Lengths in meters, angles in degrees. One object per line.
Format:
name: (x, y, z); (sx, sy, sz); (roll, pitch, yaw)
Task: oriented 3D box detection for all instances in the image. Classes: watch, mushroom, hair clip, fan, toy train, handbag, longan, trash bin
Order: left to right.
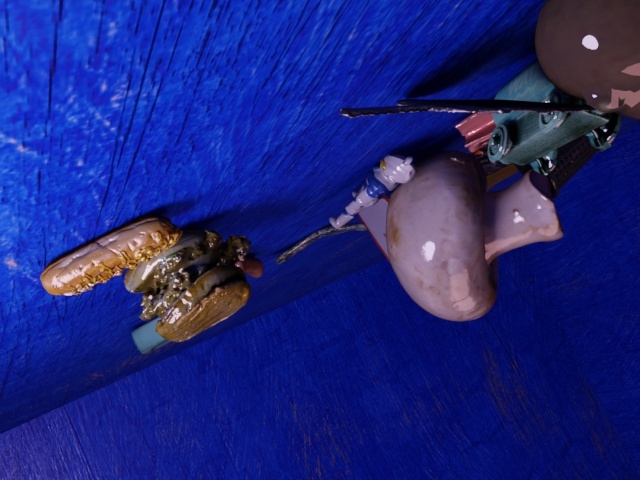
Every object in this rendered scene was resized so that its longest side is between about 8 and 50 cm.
watch: (-0.354, 0.207, 1.620); (0.195, 0.068, 0.237); (-26, 174, -13)
hair clip: (-0.001, -0.002, 1.501); (0.229, 0.036, 0.066); (-22, 169, 12)
mushroom: (0.262, -0.012, 1.159); (0.289, 0.298, 0.297); (-7, 180, 22)
fan: (0.177, -0.141, 0.719); (0.223, 0.012, 0.294); (7, -164, 23)
handbag: (0.319, -0.202, 1.130); (0.157, 0.059, 0.212); (-30, 172, 26)
toy train: (0.306, -0.184, 0.896); (0.101, 0.159, 0.248); (9, 170, -12)
trash bin: (0.496, -0.202, 1.414); (0.161, 0.175, 0.175); (-38, 172, 1)
longan: (0.305, -0.204, 0.652); (0.189, 0.189, 0.189); (-26, 173, -4)

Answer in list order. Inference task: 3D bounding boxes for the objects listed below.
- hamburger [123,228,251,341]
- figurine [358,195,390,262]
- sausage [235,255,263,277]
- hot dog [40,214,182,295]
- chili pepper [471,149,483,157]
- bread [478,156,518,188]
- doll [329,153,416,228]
hamburger: (-0.175, 0.046, 0.926); (0.184, 0.131, 0.159); (-32, 165, -11)
figurine: (0.229, -0.066, 1.415); (0.226, 0.184, 0.160); (-37, -174, -22)
sausage: (-0.146, 0.050, 1.334); (0.043, 0.043, 0.186); (-27, 172, 5)
hot dog: (-0.237, 0.016, 0.780); (0.165, 0.045, 0.071); (-25, 171, -1)
chili pepper: (0.309, -0.186, 1.326); (0.045, 0.027, 0.178); (-34, 171, 21)
bread: (0.420, -0.170, 1.708); (0.286, 0.056, 0.207); (-24, 169, -14)
doll: (0.095, -0.095, 1.122); (0.114, 0.057, 0.227); (-42, -176, -32)
